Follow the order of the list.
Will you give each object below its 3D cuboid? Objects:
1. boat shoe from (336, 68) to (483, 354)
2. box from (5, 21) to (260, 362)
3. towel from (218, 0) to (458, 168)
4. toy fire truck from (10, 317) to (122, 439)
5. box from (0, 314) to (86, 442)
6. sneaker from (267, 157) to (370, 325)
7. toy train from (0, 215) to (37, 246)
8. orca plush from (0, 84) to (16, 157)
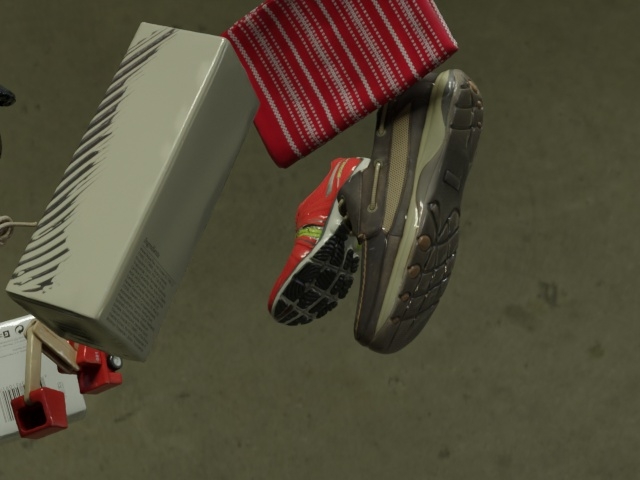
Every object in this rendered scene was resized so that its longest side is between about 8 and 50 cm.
[{"bbox_3d":[0.096,-0.038,1.291,0.130,0.132,0.356,11,78,30],"label":"boat shoe"},{"bbox_3d":[-0.155,-0.044,0.923,0.094,0.113,0.275,14,68,20],"label":"box"},{"bbox_3d":[0.009,-0.234,1.272,0.031,0.274,0.199,-8,68,-62],"label":"towel"},{"bbox_3d":[-0.281,0.119,1.162,0.047,0.135,0.192,-23,69,26],"label":"toy fire truck"},{"bbox_3d":[-0.489,0.225,1.718,0.180,0.119,0.182,-16,78,-18],"label":"box"},{"bbox_3d":[0.000,0.000,1.577,0.118,0.107,0.279,21,76,46],"label":"sneaker"},{"bbox_3d":[-0.421,0.039,1.122,0.105,0.143,0.248,52,23,14],"label":"toy train"},{"bbox_3d":[-0.321,-0.050,0.879,0.151,0.287,0.102,-18,88,-25],"label":"orca plush"}]
